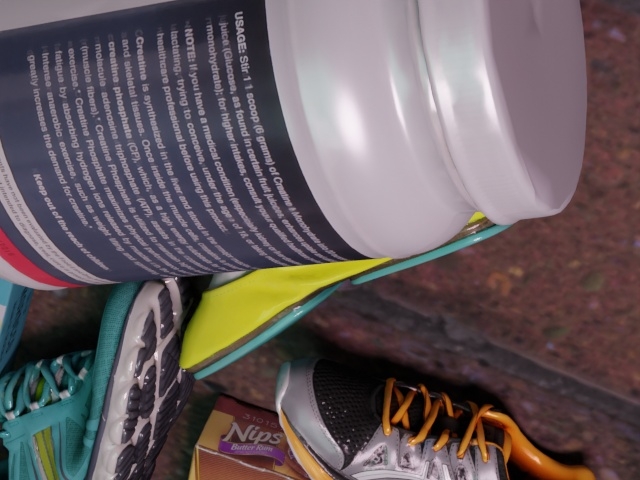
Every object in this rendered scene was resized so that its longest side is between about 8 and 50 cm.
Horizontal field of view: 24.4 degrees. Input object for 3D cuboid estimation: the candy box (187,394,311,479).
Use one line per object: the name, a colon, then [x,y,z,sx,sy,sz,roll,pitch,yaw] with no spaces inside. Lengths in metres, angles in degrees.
candy box: [-0.038,0.195,0.980,0.109,0.053,0.187,18,130,5]

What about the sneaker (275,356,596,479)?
sneaker: [0.070,0.122,0.870,0.215,0.084,0.083,30,129,-18]

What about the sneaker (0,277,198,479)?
sneaker: [-0.154,0.114,0.926,0.110,0.107,0.275,31,131,3]

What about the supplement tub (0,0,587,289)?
supplement tub: [-0.034,-0.081,0.666,0.272,0.191,0.191,-5,125,23]

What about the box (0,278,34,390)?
box: [-0.229,0.022,0.902,0.100,0.060,0.244,24,131,0]

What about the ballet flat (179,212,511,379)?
ballet flat: [0.000,0.000,0.807,0.231,0.077,0.077,-28,93,31]
